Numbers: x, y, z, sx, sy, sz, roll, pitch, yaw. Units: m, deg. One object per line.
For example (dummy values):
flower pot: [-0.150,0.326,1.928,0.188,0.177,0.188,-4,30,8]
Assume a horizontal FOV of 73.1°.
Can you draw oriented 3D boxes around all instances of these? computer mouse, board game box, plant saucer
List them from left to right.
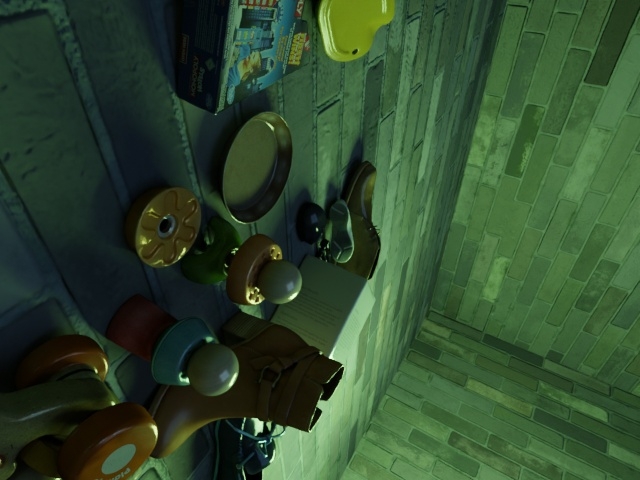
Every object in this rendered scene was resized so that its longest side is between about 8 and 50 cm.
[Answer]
plant saucer: [-0.098,-0.108,0.641,0.168,0.029,0.168,-49,150,-41]
board game box: [-0.070,-0.263,0.505,0.194,0.060,0.194,-40,153,-54]
computer mouse: [0.000,0.000,0.933,0.071,0.041,0.242,-61,156,-20]

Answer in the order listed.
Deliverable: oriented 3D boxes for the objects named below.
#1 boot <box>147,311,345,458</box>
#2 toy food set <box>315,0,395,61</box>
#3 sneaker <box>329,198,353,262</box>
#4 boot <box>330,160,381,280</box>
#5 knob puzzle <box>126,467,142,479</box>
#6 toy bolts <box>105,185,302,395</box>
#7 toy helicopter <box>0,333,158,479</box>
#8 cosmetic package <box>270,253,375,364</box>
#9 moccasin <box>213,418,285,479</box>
boot: [-0.111,0.251,0.672,0.283,0.220,0.109,-45,147,-44]
toy food set: [0.041,-0.372,0.646,0.128,0.071,0.218,-28,162,-1]
sneaker: [0.051,-0.022,0.988,0.061,0.053,0.152,-70,160,-64]
boot: [0.106,-0.036,1.045,0.112,0.115,0.305,-21,127,-57]
knob puzzle: [-0.274,0.314,0.411,0.213,0.030,0.213,-35,175,-3]
toy bolts: [-0.140,0.068,0.530,0.229,0.158,0.218,-62,156,-17]
toy helicopter: [-0.328,0.227,0.345,0.355,0.140,0.235,4,115,-55]
cosmetic package: [0.009,0.158,0.946,0.184,0.151,0.151,-60,156,-16]
moccasin: [-0.136,0.417,0.890,0.137,0.116,0.342,-35,140,-53]
